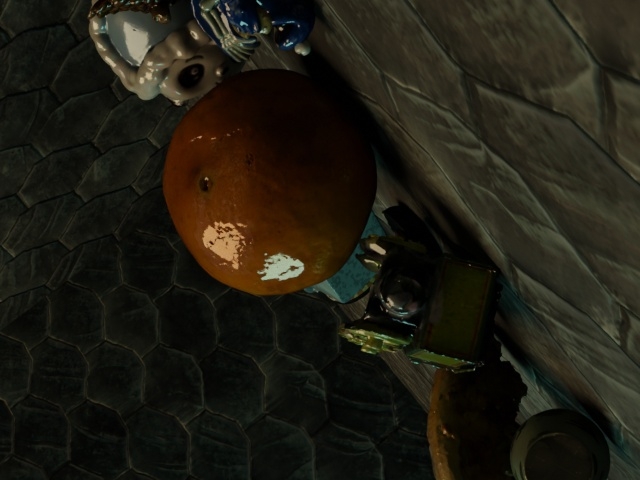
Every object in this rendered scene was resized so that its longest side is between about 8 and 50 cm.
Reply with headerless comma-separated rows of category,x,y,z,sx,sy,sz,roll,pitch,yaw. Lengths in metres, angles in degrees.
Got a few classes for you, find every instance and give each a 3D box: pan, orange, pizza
pan,0.121,-0.006,1.405,0.115,0.040,0.212,53,-178,9
orange,-0.066,-0.071,1.330,0.226,0.284,0.284,1,-139,-50
pizza,0.212,0.239,1.393,0.161,0.085,0.305,26,-130,-29

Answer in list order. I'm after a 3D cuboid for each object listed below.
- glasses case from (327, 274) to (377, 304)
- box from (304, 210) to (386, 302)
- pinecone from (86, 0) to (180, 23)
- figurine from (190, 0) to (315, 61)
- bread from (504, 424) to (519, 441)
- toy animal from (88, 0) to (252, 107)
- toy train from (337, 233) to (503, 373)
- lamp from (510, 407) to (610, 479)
glasses case,0.000,0.000,2.090,0.321,0.122,0.082,49,174,38
box,0.010,-0.013,1.748,0.130,0.162,0.227,32,162,46
pinecone,-0.215,-0.364,1.242,0.168,0.185,0.212,12,114,29
figurine,-0.105,-0.297,1.117,0.262,0.121,0.164,41,167,-22
bread,0.311,0.350,1.963,0.084,0.077,0.367,56,173,-19
toy animal,-0.185,-0.298,1.419,0.204,0.208,0.156,53,149,7
toy train,0.118,0.078,1.282,0.177,0.134,0.261,13,172,3
lamp,0.296,0.267,1.316,0.121,0.121,0.214,51,-171,14
